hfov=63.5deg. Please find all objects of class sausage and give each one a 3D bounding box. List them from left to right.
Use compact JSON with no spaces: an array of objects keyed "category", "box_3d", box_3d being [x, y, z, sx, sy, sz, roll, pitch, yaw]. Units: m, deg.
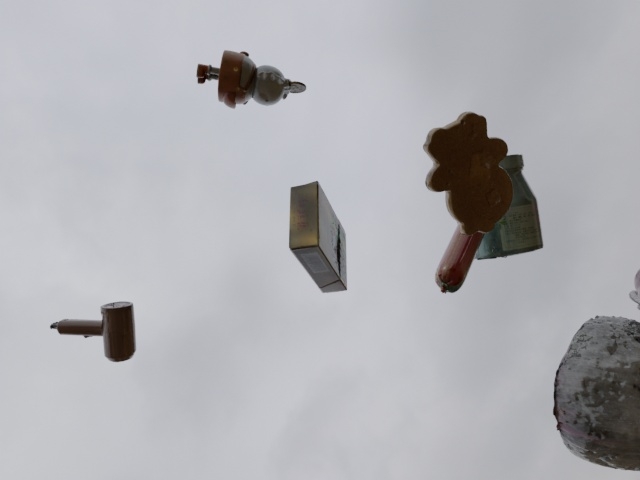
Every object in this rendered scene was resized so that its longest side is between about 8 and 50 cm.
[{"category":"sausage","box_3d":[0.329,0.034,1.222,0.264,0.083,0.083,-53,-41,-42]}]

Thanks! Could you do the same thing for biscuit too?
[{"category":"biscuit","box_3d":[0.307,-0.132,1.057,0.184,0.035,0.248,-30,-76,-3]}]

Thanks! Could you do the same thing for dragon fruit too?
[{"category":"dragon fruit","box_3d":[0.573,0.301,0.939,0.204,0.221,0.282,-18,-73,-42]}]

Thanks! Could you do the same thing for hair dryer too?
[{"category":"hair dryer","box_3d":[-0.467,0.183,1.058,0.064,0.182,0.117,-35,-55,-78]}]

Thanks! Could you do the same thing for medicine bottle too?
[{"category":"medicine bottle","box_3d":[0.530,-0.103,1.574,0.245,0.245,0.289,-12,-87,-37]}]

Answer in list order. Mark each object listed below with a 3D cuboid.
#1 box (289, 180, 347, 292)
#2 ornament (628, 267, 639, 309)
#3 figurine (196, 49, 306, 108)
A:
[{"category":"box","box_3d":[0.000,0.000,1.141,0.240,0.071,0.159,57,-154,-58]},{"category":"ornament","box_3d":[0.699,0.110,1.007,0.178,0.177,0.177,-19,-59,-34]},{"category":"figurine","box_3d":[-0.175,-0.408,1.313,0.271,0.143,0.143,-8,-62,-8]}]
